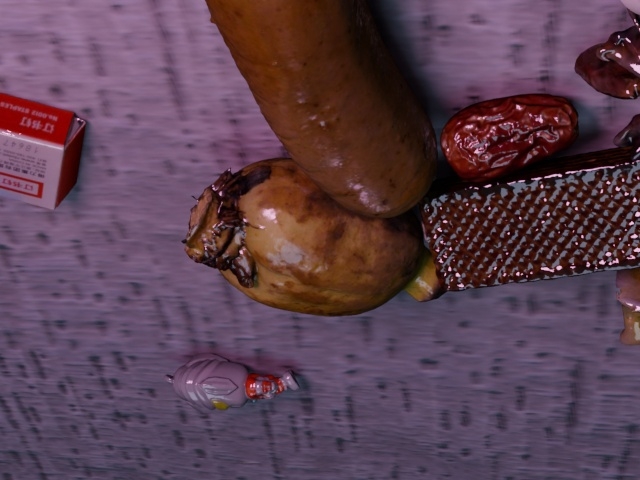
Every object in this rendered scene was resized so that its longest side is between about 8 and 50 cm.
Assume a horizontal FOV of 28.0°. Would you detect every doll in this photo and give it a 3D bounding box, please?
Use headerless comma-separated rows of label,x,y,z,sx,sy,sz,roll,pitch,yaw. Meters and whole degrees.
doll,-0.117,0.187,1.680,0.180,0.079,0.094,0,177,5

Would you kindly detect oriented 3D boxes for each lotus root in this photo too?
lotus root,0.000,0.000,1.315,0.314,0.141,0.169,16,149,-25

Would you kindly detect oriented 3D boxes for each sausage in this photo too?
sausage,-0.015,-0.184,1.063,0.136,0.123,0.500,-17,139,9

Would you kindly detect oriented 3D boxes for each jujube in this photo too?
jujube,0.175,-0.097,1.187,0.129,0.077,0.077,-13,140,19

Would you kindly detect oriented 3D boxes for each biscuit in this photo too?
biscuit,0.286,-0.032,1.217,0.388,0.073,0.107,-9,105,26

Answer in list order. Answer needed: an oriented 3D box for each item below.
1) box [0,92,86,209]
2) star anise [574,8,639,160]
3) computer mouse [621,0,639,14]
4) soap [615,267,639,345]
box,-0.364,-0.107,1.330,0.229,0.050,0.123,14,147,-7
star anise,0.326,-0.125,1.046,0.212,0.129,0.282,-34,93,32
computer mouse,0.324,-0.235,0.889,0.297,0.121,0.184,-10,122,-15
soap,0.406,0.026,1.252,0.233,0.135,0.076,-4,143,20
